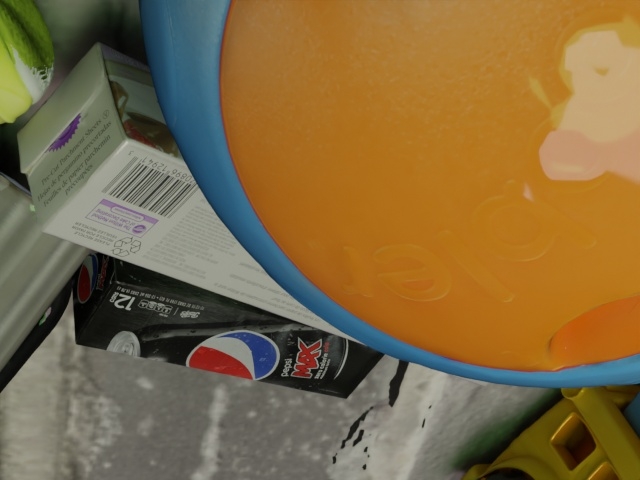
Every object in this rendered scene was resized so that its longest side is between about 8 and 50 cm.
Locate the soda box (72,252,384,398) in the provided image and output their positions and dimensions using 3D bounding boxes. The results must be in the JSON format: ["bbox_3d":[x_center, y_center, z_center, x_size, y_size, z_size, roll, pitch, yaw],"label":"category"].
[{"bbox_3d":[-0.047,0.036,0.728,0.169,0.060,0.053,15,131,-28],"label":"soda box"}]

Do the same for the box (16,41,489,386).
[{"bbox_3d":[0.000,0.000,0.671,0.324,0.063,0.067,22,126,-43],"label":"box"}]

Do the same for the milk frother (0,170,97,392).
[{"bbox_3d":[-0.203,0.019,0.650,0.143,0.129,0.134,36,79,1],"label":"milk frother"}]

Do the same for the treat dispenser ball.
[{"bbox_3d":[0.081,-0.092,0.475,0.288,0.288,0.288,-8,136,-8],"label":"treat dispenser ball"}]

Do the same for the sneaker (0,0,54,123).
[{"bbox_3d":[-0.217,-0.104,0.518,0.126,0.091,0.240,-30,135,14],"label":"sneaker"}]

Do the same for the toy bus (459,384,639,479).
[{"bbox_3d":[0.218,0.183,0.848,0.149,0.220,0.211,18,120,-34],"label":"toy bus"}]
